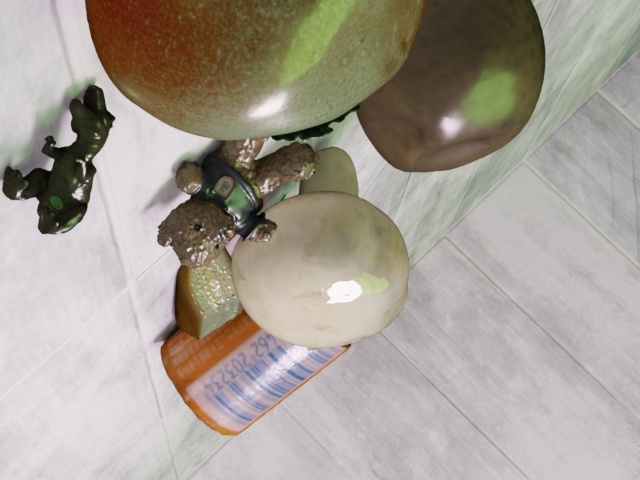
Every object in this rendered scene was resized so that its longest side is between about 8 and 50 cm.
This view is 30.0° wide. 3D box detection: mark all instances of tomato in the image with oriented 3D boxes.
[{"bbox_3d":[-0.044,-0.221,1.039,0.303,0.239,0.303,-35,162,-13],"label":"tomato"}]

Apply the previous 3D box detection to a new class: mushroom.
[{"bbox_3d":[0.000,0.000,1.969,0.314,0.314,0.336,123,-27,-44],"label":"mushroom"}]

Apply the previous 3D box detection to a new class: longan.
[{"bbox_3d":[0.182,-0.246,1.741,0.288,0.288,0.350,-39,168,-30],"label":"longan"}]

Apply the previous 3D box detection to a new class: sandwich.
[{"bbox_3d":[-0.194,0.097,2.042,0.094,0.096,0.258,-35,163,-23],"label":"sandwich"}]

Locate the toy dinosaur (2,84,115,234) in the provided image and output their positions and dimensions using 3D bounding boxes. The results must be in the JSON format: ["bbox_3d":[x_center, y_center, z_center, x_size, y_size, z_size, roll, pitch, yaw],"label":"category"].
[{"bbox_3d":[-0.245,-0.071,1.271,0.187,0.087,0.179,-49,167,24],"label":"toy dinosaur"}]

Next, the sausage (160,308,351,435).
[{"bbox_3d":[-0.117,0.191,2.198,0.287,0.233,0.233,-41,170,12],"label":"sausage"}]

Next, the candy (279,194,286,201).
[{"bbox_3d":[-0.090,-0.033,2.128,0.035,0.035,0.123,-4,128,-56],"label":"candy"}]

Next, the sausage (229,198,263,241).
[{"bbox_3d":[-0.146,-0.029,1.856,0.062,0.054,0.183,-20,-162,45],"label":"sausage"}]

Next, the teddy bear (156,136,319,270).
[{"bbox_3d":[-0.119,-0.071,1.650,0.251,0.182,0.129,-47,-155,2],"label":"teddy bear"}]
